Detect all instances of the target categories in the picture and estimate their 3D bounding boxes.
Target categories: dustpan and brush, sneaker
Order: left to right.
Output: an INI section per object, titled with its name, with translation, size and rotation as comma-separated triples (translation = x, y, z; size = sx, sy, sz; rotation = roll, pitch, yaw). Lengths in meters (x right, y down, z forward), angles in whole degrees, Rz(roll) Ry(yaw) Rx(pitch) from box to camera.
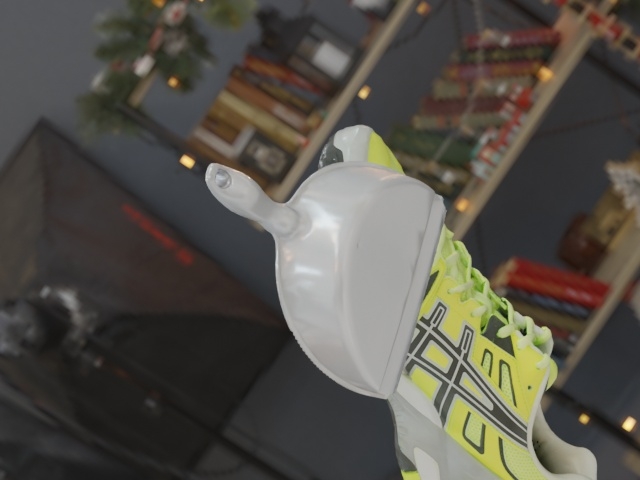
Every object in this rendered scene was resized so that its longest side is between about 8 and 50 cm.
[dustpan and brush]
translation = 0.000, 0.000, 0.963
size = 0.211, 0.060, 0.147
rotation = 41, -118, -58
[sneaker]
translation = 0.109, 0.072, 1.273
size = 0.147, 0.384, 0.145
rotation = -17, 22, 18
